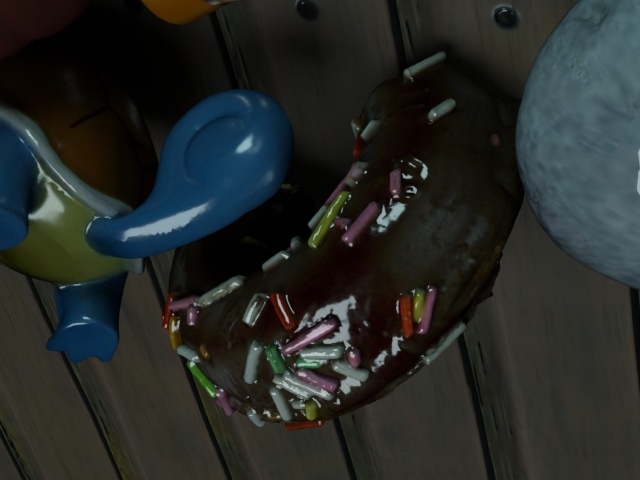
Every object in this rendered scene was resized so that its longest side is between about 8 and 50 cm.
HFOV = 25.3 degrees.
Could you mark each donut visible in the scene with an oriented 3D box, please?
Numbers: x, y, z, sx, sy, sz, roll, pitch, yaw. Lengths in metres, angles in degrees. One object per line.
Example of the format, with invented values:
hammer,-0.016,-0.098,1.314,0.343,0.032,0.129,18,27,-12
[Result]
donut,-0.003,0.017,1.130,0.136,0.259,0.345,40,142,-26

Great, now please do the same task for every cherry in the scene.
cherry,0.259,-0.074,0.914,0.255,0.218,0.296,24,133,-9

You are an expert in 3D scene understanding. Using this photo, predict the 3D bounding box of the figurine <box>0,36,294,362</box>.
figurine,-0.227,-0.064,1.137,0.416,0.243,0.298,22,165,37

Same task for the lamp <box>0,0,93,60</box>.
lamp,-0.275,-0.271,1.004,0.303,0.257,0.303,-1,104,-5

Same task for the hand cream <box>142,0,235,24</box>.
hand cream,-0.009,-0.252,1.003,0.314,0.089,0.140,-17,121,36
